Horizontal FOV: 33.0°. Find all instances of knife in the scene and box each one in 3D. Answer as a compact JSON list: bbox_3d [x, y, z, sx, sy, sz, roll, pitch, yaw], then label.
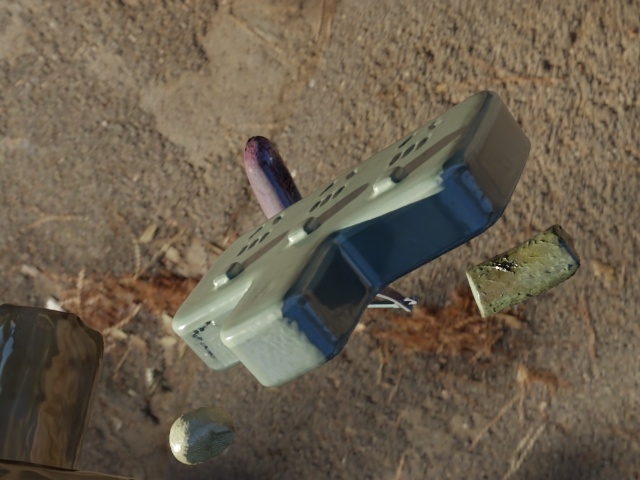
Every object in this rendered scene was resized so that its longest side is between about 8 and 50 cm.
[{"bbox_3d":[-0.001,0.001,1.120,0.123,0.053,0.278,-7,139,29],"label":"knife"}]

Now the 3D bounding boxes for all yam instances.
[{"bbox_3d":[0.151,0.024,0.821,0.094,0.043,0.043,-28,112,23],"label":"yam"}]

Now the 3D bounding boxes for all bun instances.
[{"bbox_3d":[-0.151,0.238,1.359,0.086,0.055,0.086,-20,144,-16],"label":"bun"}]

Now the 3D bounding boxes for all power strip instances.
[{"bbox_3d":[0.004,0.013,0.698,0.265,0.193,0.059,-30,106,35],"label":"power strip"}]

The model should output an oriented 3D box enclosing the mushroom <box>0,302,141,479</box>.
[{"bbox_3d":[-0.138,0.124,0.451,0.207,0.215,0.207,2,149,1],"label":"mushroom"}]
